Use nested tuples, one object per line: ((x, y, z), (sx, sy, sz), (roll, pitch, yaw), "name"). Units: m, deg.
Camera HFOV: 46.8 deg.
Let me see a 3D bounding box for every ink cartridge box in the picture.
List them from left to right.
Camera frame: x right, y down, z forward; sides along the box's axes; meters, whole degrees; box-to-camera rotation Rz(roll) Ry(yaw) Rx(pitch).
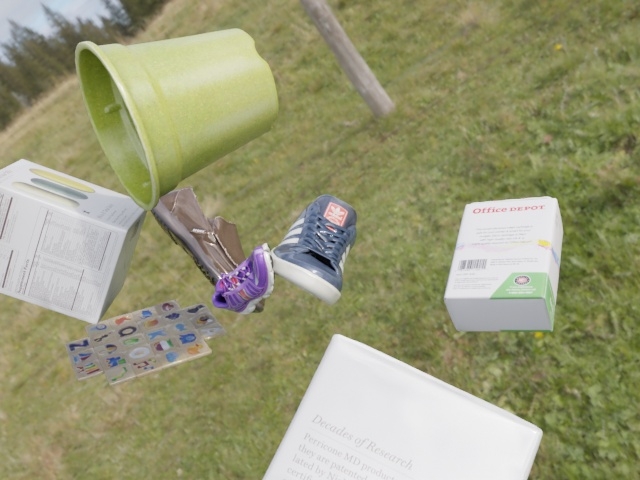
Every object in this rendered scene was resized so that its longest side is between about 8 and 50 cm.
((0.392, 0.049, 1.555), (0.201, 0.117, 0.278), (-3, 45, 27), "ink cartridge box")

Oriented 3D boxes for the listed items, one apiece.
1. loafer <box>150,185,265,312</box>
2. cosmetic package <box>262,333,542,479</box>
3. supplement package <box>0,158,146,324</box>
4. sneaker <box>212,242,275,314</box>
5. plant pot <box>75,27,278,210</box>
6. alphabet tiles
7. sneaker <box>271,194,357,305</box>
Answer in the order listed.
((-0.233, 0.007, 1.658), (0.130, 0.366, 0.134), (-41, -12, -13), "loafer")
((0.086, 0.419, 1.110), (0.327, 0.329, 0.393), (23, 69, 13), "cosmetic package")
((-0.495, -0.003, 1.396), (0.199, 0.263, 0.198), (-93, 24, -73), "supplement package")
((-0.118, 0.065, 1.112), (0.170, 0.071, 0.068), (-53, 41, 47), "sneaker")
((-0.219, -0.223, 1.198), (0.254, 0.276, 0.276), (-26, 18, -23), "plant pot")
((-0.404, 0.229, 1.710), (0.343, 0.011, 0.285), (-16, 26, -23), "alphabet tiles")
((0.000, 0.000, 1.231), (0.148, 0.131, 0.350), (-57, 8, 6), "sneaker")
